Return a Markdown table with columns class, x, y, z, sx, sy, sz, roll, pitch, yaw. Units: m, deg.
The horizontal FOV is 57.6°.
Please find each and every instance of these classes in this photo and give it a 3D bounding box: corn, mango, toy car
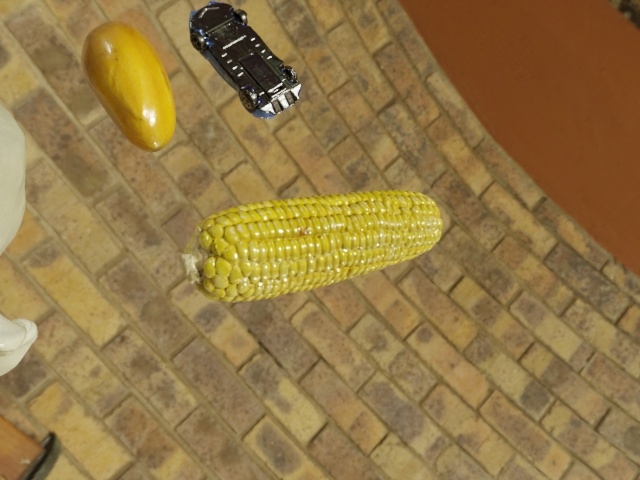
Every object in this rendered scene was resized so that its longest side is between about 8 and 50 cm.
| class | x | y | z | sx | sy | sz | roll | pitch | yaw |
| --- | --- | --- | --- | --- | --- | --- | --- | --- | --- |
| corn | 0.000 | 0.000 | 0.419 | 0.067 | 0.206 | 0.067 | 25 | -61 | 55 |
| mango | -0.276 | -0.220 | 0.855 | 0.145 | 0.112 | 0.219 | 87 | -21 | -71 |
| toy car | -0.125 | -0.283 | 0.924 | 0.216 | 0.103 | 0.063 | 49 | -25 | 5 |

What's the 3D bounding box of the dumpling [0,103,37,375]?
| class | x | y | z | sx | sy | sz | roll | pitch | yaw |
| --- | --- | --- | --- | --- | --- | --- | --- | --- | --- |
| dumpling | -0.282 | -0.051 | 0.346 | 0.243 | 0.187 | 0.318 | -23 | -89 | 48 |
